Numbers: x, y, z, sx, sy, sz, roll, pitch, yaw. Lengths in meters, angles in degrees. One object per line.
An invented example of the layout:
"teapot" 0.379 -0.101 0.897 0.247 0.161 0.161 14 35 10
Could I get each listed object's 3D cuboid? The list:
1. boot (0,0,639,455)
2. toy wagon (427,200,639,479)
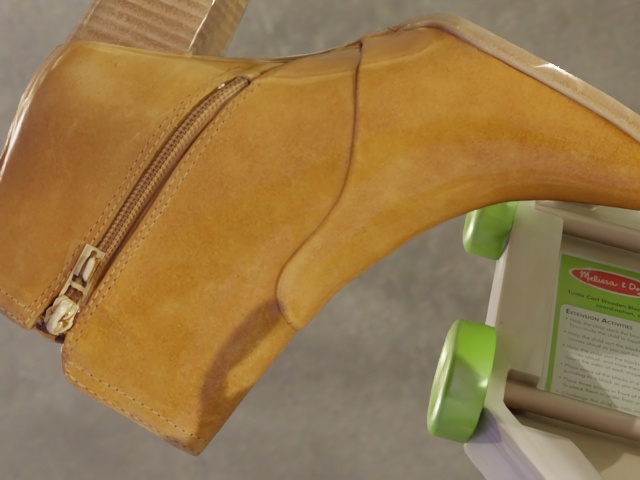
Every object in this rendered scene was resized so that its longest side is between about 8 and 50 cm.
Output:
"boot" -0.001 0.000 0.836 0.295 0.104 0.211 24 88 16
"toy wagon" 0.200 0.031 0.967 0.267 0.344 0.068 15 136 -1
